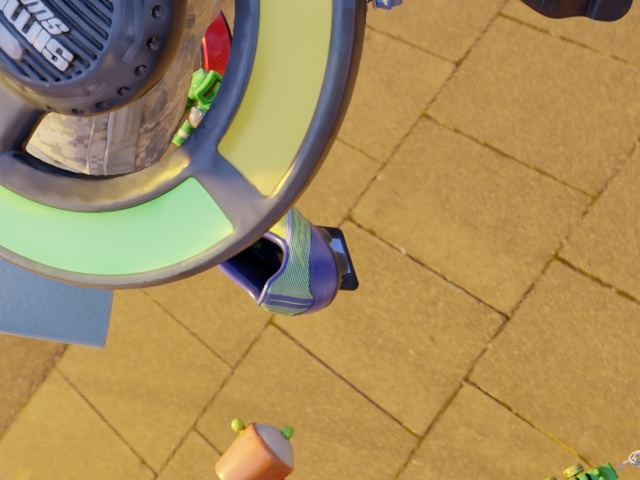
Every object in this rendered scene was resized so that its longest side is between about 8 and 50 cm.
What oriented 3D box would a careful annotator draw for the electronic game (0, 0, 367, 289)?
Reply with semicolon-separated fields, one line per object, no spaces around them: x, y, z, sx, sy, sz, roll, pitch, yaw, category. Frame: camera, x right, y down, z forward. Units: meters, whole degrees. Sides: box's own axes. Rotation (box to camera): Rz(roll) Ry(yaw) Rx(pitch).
-0.093;-0.091;0.337;0.229;0.048;0.229;7;110;20;electronic game

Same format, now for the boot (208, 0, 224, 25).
-0.162;-0.368;1.187;0.295;0.104;0.211;-41;29;12;boot

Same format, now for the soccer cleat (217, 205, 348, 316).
-0.086;-0.031;0.960;0.289;0.121;0.093;48;126;36;soccer cleat

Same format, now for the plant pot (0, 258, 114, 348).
-0.381;-0.036;1.095;0.247;0.252;0.248;-129;48;-58;plant pot

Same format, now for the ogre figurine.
-0.155;-0.174;1.313;0.118;0.096;0.197;-60;35;2;ogre figurine

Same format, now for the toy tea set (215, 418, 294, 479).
-0.016;0.396;1.371;0.124;0.336;0.200;-43;39;-1;toy tea set

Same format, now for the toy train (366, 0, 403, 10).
0.049;-0.337;1.321;0.158;0.027;0.036;-15;44;-3;toy train

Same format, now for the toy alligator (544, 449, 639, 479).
0.356;0.324;1.224;0.189;0.051;0.056;-27;66;2;toy alligator

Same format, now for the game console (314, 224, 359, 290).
0.000;0.000;1.235;0.122;0.107;0.071;-105;28;-45;game console

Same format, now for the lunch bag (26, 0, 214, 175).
-0.171;-0.214;0.674;0.212;0.305;0.256;-13;66;-24;lunch bag

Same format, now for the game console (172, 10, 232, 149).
-0.238;-0.316;1.607;0.060;0.387;0.342;-13;57;-20;game console

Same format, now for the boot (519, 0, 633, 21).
0.329;-0.366;1.311;0.106;0.219;0.082;54;131;56;boot
